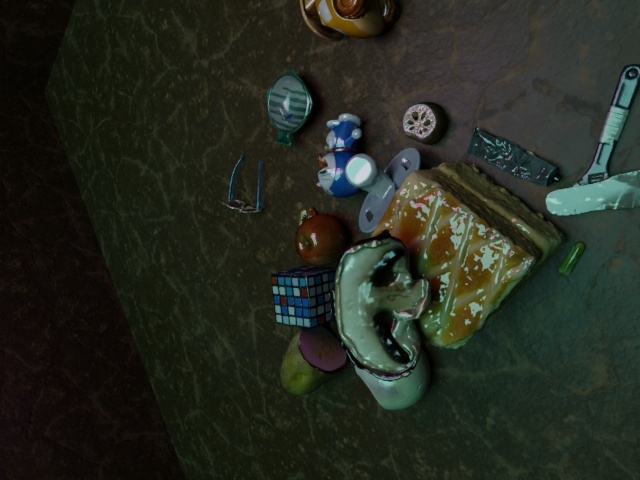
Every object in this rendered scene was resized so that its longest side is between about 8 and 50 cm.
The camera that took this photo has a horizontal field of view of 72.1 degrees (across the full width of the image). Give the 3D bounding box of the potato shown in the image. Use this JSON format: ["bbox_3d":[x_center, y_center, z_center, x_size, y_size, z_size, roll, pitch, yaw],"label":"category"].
[{"bbox_3d":[-0.055,0.452,1.609,0.229,0.229,0.266,54,125,19],"label":"potato"}]

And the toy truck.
[{"bbox_3d":[0.073,-0.705,1.254,0.211,0.204,0.288,-16,89,45],"label":"toy truck"}]

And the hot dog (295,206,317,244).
[{"bbox_3d":[-0.052,-0.043,1.609,0.071,0.045,0.165,26,115,37],"label":"hot dog"}]

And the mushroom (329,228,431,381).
[{"bbox_3d":[0.150,0.150,1.058,0.247,0.130,0.344,-15,95,19],"label":"mushroom"}]

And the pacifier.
[{"bbox_3d":[0.157,-0.167,1.260,0.279,0.207,0.227,-56,24,19],"label":"pacifier"}]

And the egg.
[{"bbox_3d":[0.220,0.407,1.342,0.271,0.162,0.206,46,115,-2],"label":"egg"}]

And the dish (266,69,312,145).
[{"bbox_3d":[-0.094,-0.459,1.536,0.224,0.078,0.246,23,113,36],"label":"dish"}]

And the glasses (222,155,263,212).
[{"bbox_3d":[-0.286,-0.218,1.786,0.189,0.088,0.221,20,92,38],"label":"glasses"}]

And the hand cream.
[{"bbox_3d":[0.480,-0.205,1.103,0.248,0.052,0.075,36,120,30],"label":"hand cream"}]

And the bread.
[{"bbox_3d":[0.333,0.035,1.136,0.371,0.279,0.390,45,124,23],"label":"bread"}]

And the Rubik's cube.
[{"bbox_3d":[-0.044,0.195,1.561,0.182,0.187,0.184,0,97,42],"label":"Rubik's cube"}]

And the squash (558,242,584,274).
[{"bbox_3d":[0.608,0.042,1.060,0.027,0.027,0.083,34,120,31],"label":"squash"}]

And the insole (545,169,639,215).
[{"bbox_3d":[0.642,-0.104,0.987,0.247,0.011,0.081,-11,98,34],"label":"insole"}]

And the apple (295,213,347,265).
[{"bbox_3d":[0.000,0.000,1.494,0.181,0.168,0.181,17,115,41],"label":"apple"}]

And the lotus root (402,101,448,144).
[{"bbox_3d":[0.291,-0.332,1.232,0.122,0.081,0.112,35,113,31],"label":"lotus root"}]

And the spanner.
[{"bbox_3d":[0.646,-0.224,0.977,0.087,0.024,0.316,23,112,34],"label":"spanner"}]

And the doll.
[{"bbox_3d":[0.065,-0.265,1.387,0.215,0.161,0.257,169,101,-70],"label":"doll"}]
